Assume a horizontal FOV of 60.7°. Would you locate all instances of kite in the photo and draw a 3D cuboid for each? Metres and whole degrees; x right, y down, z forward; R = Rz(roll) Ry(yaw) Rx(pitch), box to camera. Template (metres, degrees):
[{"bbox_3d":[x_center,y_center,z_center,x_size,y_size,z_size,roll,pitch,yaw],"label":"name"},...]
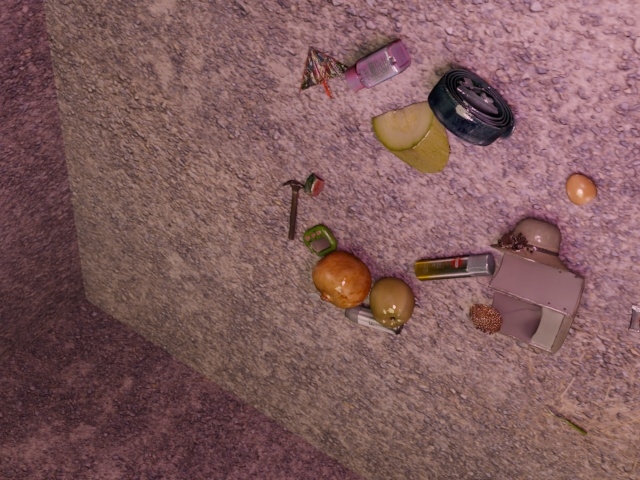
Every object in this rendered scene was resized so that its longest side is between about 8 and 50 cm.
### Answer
[{"bbox_3d":[-0.002,-0.570,1.868,0.232,0.009,0.189,-8,118,39],"label":"kite"}]

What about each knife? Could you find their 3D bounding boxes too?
[{"bbox_3d":[0.968,0.711,2.157,0.184,0.022,0.026,33,109,11],"label":"knife"}]

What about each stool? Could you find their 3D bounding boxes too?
[{"bbox_3d":[0.703,0.209,1.825,0.270,0.170,0.243,21,145,23],"label":"stool"}]

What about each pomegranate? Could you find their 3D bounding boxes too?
[{"bbox_3d":[0.083,0.159,2.201,0.248,0.248,0.248,18,131,23],"label":"pomegranate"}]

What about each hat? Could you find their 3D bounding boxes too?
[{"bbox_3d":[0.680,-0.001,1.727,0.257,0.257,0.130,19,97,22],"label":"hat"}]

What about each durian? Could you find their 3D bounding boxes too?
[{"bbox_3d":[0.555,0.277,1.836,0.140,0.071,0.110,42,149,-17],"label":"durian"}]

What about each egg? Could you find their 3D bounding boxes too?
[{"bbox_3d":[0.765,-0.151,1.609,0.080,0.080,0.096,-39,81,45],"label":"egg"}]

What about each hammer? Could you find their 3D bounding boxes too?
[{"bbox_3d":[-0.112,-0.120,2.269,0.125,0.027,0.297,21,132,19],"label":"hammer"}]

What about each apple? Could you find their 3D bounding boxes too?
[{"bbox_3d":[0.283,0.243,2.161,0.200,0.200,0.200,18,131,23],"label":"apple"}]

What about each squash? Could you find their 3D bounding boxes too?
[{"bbox_3d":[0.316,-0.331,1.825,0.237,0.155,0.204,-8,80,40],"label":"squash"}]

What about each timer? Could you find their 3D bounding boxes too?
[{"bbox_3d":[0.000,0.000,2.268,0.140,0.047,0.128,-26,104,43],"label":"timer"}]

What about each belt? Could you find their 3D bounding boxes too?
[{"bbox_3d":[0.438,-0.374,1.576,0.267,0.206,0.116,36,139,-3],"label":"belt"}]

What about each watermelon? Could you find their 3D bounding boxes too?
[{"bbox_3d":[-0.029,-0.210,2.123,0.072,0.084,0.092,40,178,-27],"label":"watermelon"}]

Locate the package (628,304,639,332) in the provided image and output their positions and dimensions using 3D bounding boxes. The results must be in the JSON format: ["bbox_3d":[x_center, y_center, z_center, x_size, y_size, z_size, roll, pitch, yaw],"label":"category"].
[{"bbox_3d":[1.027,0.255,1.778,0.037,0.015,0.110,7,127,30],"label":"package"}]

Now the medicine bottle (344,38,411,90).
[{"bbox_3d":[0.171,-0.535,1.696,0.188,0.119,0.094,-16,112,41],"label":"medicine bottle"}]

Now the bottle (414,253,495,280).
[{"bbox_3d":[0.485,0.098,1.984,0.286,0.082,0.082,-8,117,38],"label":"bottle"}]

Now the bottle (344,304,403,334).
[{"bbox_3d":[0.229,0.327,2.338,0.254,0.079,0.096,13,90,26],"label":"bottle"}]
